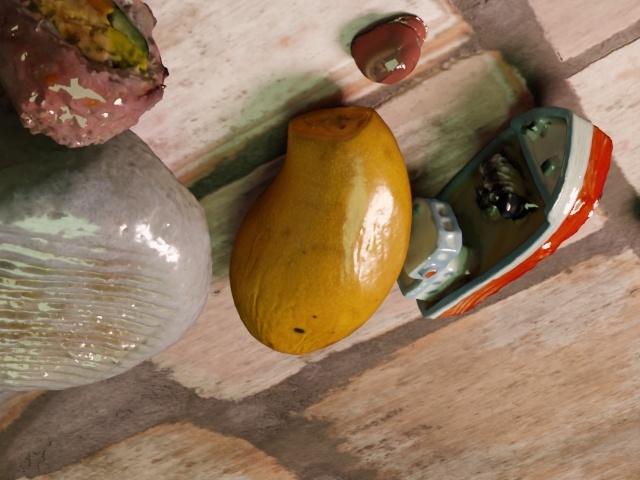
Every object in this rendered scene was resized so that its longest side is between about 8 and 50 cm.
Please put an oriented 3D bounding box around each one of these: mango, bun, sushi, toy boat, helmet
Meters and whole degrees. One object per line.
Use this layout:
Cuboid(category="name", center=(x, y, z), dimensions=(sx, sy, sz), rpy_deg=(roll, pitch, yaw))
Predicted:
Cuboid(category="mango", center=(0.004, 0.000, 1.401), dimensions=(0.187, 0.144, 0.359), rpy_deg=(28, 131, 0))
Cuboid(category="bun", center=(-0.290, 0.008, 1.277), dimensions=(0.362, 0.211, 0.362), rpy_deg=(-11, 143, -8))
Cuboid(category="sushi", center=(-0.246, -0.176, 1.090), dimensions=(0.107, 0.161, 0.241), rpy_deg=(-35, 139, 29))
Cuboid(category="toy boat", center=(0.192, -0.039, 1.413), dimensions=(0.133, 0.145, 0.332), rpy_deg=(7, 143, -36))
Cuboid(category="helmet", center=(0.075, -0.189, 1.265), dimensions=(0.084, 0.049, 0.065), rpy_deg=(-24, 141, 14))
